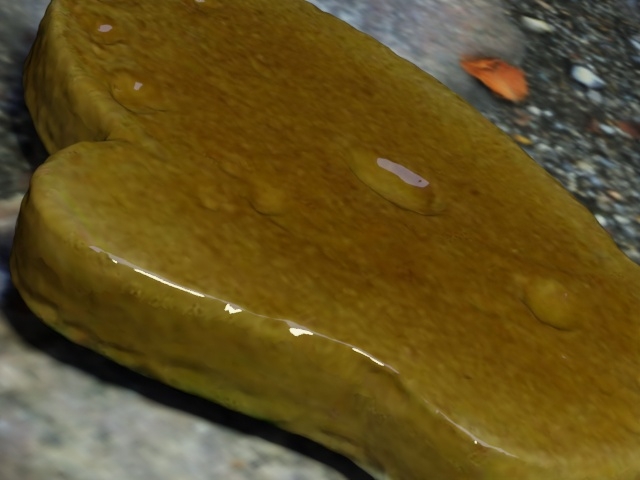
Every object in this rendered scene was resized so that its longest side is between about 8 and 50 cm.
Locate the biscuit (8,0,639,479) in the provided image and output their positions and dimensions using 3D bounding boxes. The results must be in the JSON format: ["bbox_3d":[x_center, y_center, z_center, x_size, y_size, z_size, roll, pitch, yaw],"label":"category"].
[{"bbox_3d":[-0.001,0.002,0.722,0.343,0.057,0.287,42,32,24],"label":"biscuit"}]
